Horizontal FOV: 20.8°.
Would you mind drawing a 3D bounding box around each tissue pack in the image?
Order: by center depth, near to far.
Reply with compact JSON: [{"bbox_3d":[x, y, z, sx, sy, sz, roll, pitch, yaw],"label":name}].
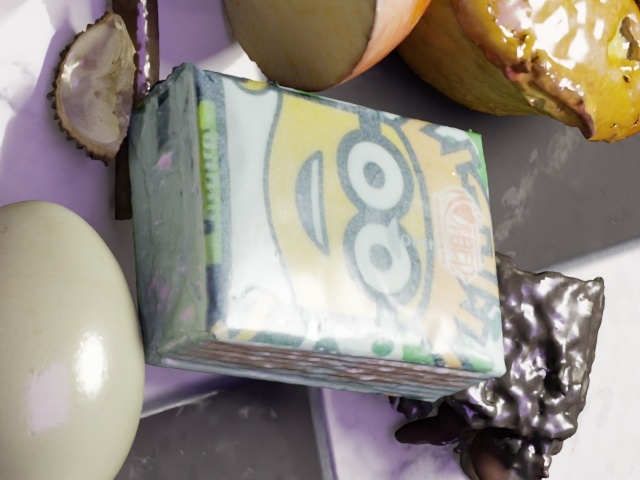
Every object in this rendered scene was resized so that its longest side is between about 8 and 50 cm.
[{"bbox_3d":[0.000,0.000,1.429,0.311,0.128,0.228,10,66,-36],"label":"tissue pack"}]

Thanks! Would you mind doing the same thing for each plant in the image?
[{"bbox_3d":[0.160,0.121,1.610,0.178,0.204,0.234,21,91,3],"label":"plant"}]

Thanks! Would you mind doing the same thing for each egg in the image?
[{"bbox_3d":[-0.224,0.094,1.300,0.188,0.188,0.254,17,77,-37],"label":"egg"}]

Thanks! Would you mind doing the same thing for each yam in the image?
[{"bbox_3d":[-0.155,-0.180,1.440,0.045,0.045,0.327,-2,93,-15],"label":"yam"}]

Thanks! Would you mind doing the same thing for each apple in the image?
[{"bbox_3d":[0.016,-0.286,1.438,0.163,0.251,0.293,-24,103,-30],"label":"apple"}]

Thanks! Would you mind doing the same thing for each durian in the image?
[{"bbox_3d":[-0.185,-0.122,1.405,0.052,0.066,0.130,7,78,-38],"label":"durian"}]

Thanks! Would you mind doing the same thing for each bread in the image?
[{"bbox_3d":[0.216,-0.284,1.621,0.398,0.215,0.398,-2,94,-39],"label":"bread"}]
